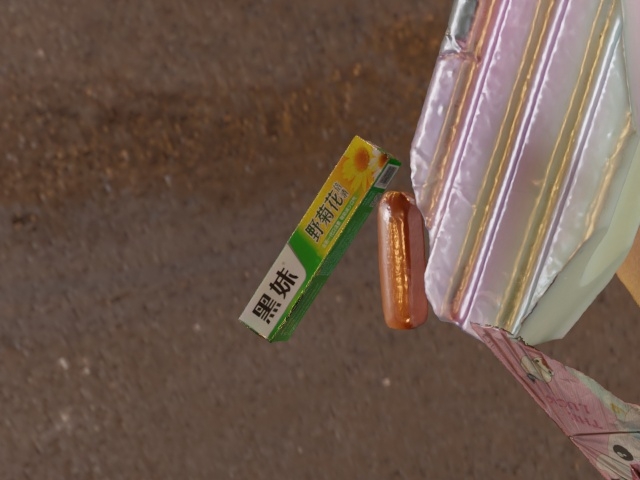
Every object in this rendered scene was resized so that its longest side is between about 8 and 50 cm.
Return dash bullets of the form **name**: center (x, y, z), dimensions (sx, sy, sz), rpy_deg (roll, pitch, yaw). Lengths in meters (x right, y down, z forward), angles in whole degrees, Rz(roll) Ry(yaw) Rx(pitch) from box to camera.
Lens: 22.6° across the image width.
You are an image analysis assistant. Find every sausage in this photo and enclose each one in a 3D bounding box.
- **sausage**: center (0.075, 0.017, 1.474), dimensions (0.041, 0.131, 0.039), rpy_deg (-15, 19, -36)

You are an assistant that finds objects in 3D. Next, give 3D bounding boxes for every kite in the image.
- **kite**: center (0.103, 0.054, 0.497), dimensions (0.137, 0.152, 0.005), rpy_deg (27, 62, 25)

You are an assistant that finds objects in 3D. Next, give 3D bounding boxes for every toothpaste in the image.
- **toothpaste**: center (0.000, 0.000, 1.283), dimensions (0.037, 0.043, 0.178), rpy_deg (35, 99, 12)

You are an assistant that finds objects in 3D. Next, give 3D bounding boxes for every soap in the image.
- **soap**: center (0.183, -0.078, 1.345), dimensions (0.193, 0.324, 0.109), rpy_deg (26, 19, 31)

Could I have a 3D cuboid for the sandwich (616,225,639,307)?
- **sandwich**: center (0.409, -0.021, 1.728), dimensions (0.108, 0.220, 0.186), rpy_deg (-2, 43, -23)
